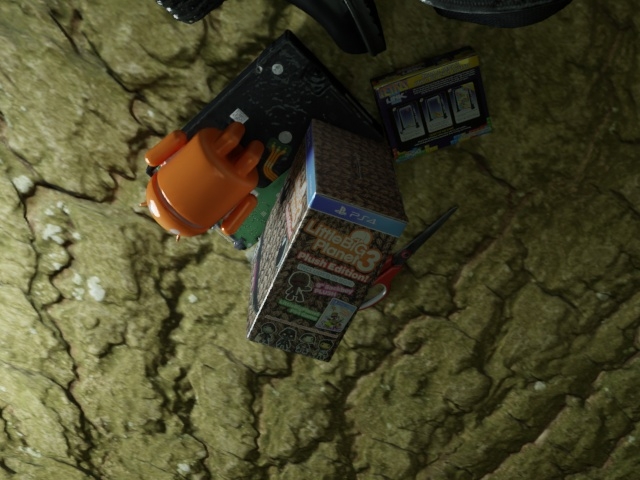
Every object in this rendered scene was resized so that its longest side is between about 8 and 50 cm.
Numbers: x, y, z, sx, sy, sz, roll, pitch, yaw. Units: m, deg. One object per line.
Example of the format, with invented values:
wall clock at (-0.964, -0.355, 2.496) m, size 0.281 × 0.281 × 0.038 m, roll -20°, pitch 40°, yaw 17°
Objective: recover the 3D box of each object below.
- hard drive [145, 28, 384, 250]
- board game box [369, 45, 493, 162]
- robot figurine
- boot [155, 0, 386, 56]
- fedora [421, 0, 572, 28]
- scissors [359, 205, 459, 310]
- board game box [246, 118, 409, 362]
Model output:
hard drive at (-0.095, -0.154, 1.204) m, size 0.339 × 0.064 × 0.237 m, roll -39°, pitch 115°, yaw 21°
board game box at (0.181, -0.219, 1.161) m, size 0.170 × 0.048 × 0.141 m, roll -18°, pitch 120°, yaw 4°
robot figurine at (-0.186, -0.090, 1.132) m, size 0.219 × 0.128 × 0.158 m, roll -38°, pitch 146°, yaw 22°
boot at (-0.086, -0.363, 1.020) m, size 0.260 × 0.131 × 0.348 m, roll -27°, pitch 119°, yaw 22°
fedora at (0.258, -0.387, 0.970) m, size 0.334 × 0.333 × 0.152 m, roll -13°, pitch 152°, yaw 8°
scissors at (0.155, 0.040, 1.357) m, size 0.297 × 0.021 × 0.109 m, roll -31°, pitch 115°, yaw 17°
board game box at (0.000, 0.000, 1.130) m, size 0.141 × 0.232 × 0.291 m, roll 18°, pitch 122°, yaw -14°
